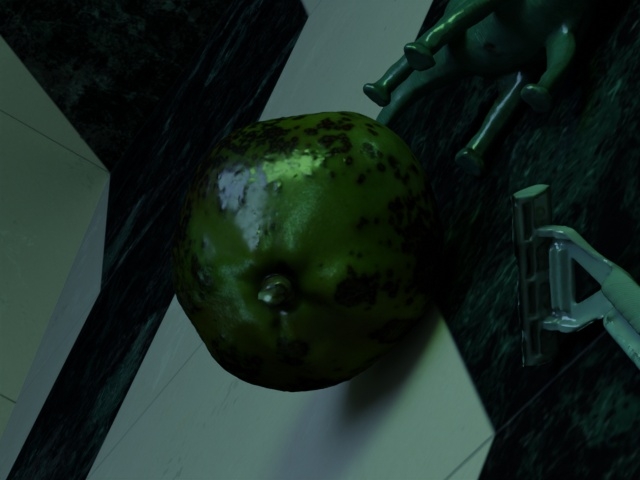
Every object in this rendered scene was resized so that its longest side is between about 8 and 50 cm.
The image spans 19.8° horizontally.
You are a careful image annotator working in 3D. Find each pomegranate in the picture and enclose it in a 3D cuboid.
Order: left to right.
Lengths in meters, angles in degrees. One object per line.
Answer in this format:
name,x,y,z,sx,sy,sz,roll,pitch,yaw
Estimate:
pomegranate,0.009,0.015,1.472,0.222,0.276,0.204,-34,62,19

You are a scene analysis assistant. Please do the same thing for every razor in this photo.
razor,0.174,0.051,1.018,0.278,0.056,0.111,-135,38,-70

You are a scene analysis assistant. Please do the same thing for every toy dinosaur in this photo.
toy dinosaur,0.190,-0.221,1.481,0.331,0.129,0.383,-52,9,-17
